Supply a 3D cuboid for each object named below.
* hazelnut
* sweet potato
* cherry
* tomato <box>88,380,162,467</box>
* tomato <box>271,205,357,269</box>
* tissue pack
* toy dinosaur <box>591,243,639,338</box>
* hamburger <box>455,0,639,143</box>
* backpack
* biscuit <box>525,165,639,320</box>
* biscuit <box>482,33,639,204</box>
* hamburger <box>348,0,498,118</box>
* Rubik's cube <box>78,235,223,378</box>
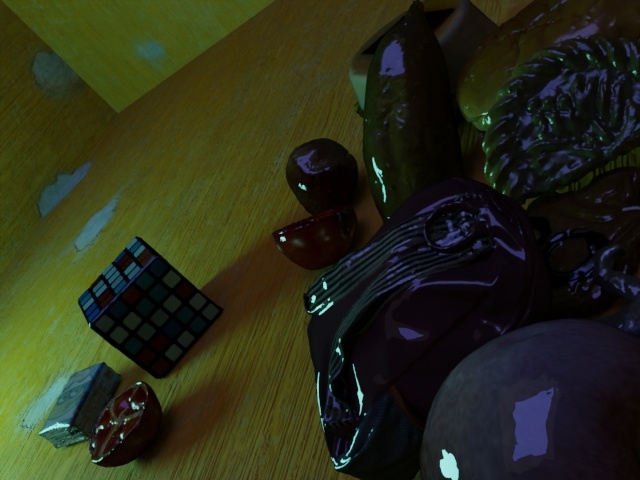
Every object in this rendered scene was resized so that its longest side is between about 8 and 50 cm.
[{"bbox_3d":[0.001,-0.115,1.446,0.143,0.143,0.154,-38,42,13],"label":"hazelnut"},{"bbox_3d":[0.138,-0.196,1.226,0.158,0.369,0.158,-8,5,1],"label":"sweet potato"},{"bbox_3d":[0.180,0.177,0.646,0.239,0.206,0.239,-22,49,28],"label":"cherry"},{"bbox_3d":[-0.324,0.321,1.320,0.156,0.069,0.155,-33,31,23],"label":"tomato"},{"bbox_3d":[0.000,0.000,1.318,0.139,0.091,0.159,-15,10,31],"label":"tomato"},{"bbox_3d":[-0.478,0.329,1.539,0.116,0.065,0.155,-22,32,34],"label":"tissue pack"},{"bbox_3d":[0.351,0.053,0.723,0.294,0.077,0.162,-16,52,50],"label":"toy dinosaur"},{"bbox_3d":[0.339,-0.257,1.135,0.319,0.158,0.318,-34,25,19],"label":"hamburger"},{"bbox_3d":[0.112,0.080,0.855,0.317,0.197,0.283,-54,28,30],"label":"backpack"},{"bbox_3d":[0.289,0.015,0.930,0.290,0.041,0.208,-49,27,-9],"label":"biscuit"},{"bbox_3d":[0.320,-0.167,0.975,0.274,0.036,0.187,-27,72,23],"label":"biscuit"},{"bbox_3d":[0.194,-0.315,1.419,0.302,0.170,0.302,-30,29,18],"label":"hamburger"},{"bbox_3d":[-0.336,0.128,1.499,0.187,0.182,0.184,-50,27,-10],"label":"Rubik's cube"}]
